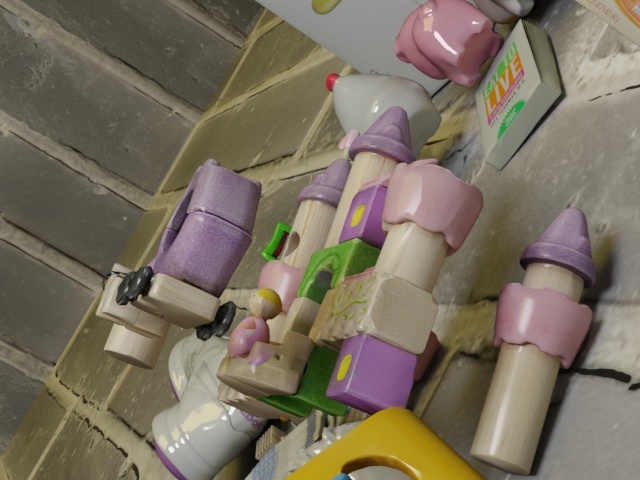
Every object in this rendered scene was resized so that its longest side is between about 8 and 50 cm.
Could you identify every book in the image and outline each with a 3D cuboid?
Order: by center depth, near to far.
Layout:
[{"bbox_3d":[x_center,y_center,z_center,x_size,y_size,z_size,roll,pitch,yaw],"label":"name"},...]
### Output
[{"bbox_3d":[0.188,-0.141,1.125,0.096,0.035,0.144,-56,16,29],"label":"book"}]

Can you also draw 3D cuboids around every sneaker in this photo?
[{"bbox_3d":[-0.095,0.161,1.300,0.152,0.114,0.305,-38,15,10],"label":"sneaker"}]

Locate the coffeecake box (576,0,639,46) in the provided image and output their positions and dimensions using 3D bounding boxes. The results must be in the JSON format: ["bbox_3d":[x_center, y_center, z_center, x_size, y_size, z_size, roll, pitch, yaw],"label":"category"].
[{"bbox_3d":[0.274,-0.213,0.787,0.185,0.142,0.068,-46,20,37],"label":"coffeecake box"}]

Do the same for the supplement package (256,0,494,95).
[{"bbox_3d":[0.072,-0.326,1.389,0.145,0.262,0.204,-41,23,46],"label":"supplement package"}]

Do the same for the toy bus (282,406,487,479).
[{"bbox_3d":[0.064,0.152,0.424,0.104,0.202,0.191,-34,2,-18],"label":"toy bus"}]

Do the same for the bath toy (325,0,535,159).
[{"bbox_3d":[0.136,-0.229,1.215,0.348,0.129,0.151,-51,-28,-5],"label":"bath toy"}]

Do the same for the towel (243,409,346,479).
[{"bbox_3d":[-0.068,0.297,1.069,0.285,0.034,0.209,-48,21,37],"label":"towel"}]

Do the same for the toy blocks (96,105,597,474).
[{"bbox_3d":[0.015,-0.002,0.862,0.288,0.309,0.260,-20,47,65],"label":"toy blocks"}]

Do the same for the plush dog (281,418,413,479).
[{"bbox_3d":[0.006,0.272,0.703,0.262,0.210,0.225,-36,-25,-54],"label":"plush dog"}]

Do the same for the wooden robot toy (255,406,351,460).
[{"bbox_3d":[-0.022,0.149,1.122,0.173,0.079,0.076,-45,21,39],"label":"wooden robot toy"}]

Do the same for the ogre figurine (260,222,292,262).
[{"bbox_3d":[0.000,0.000,1.310,0.118,0.097,0.197,-50,25,-13],"label":"ogre figurine"}]
